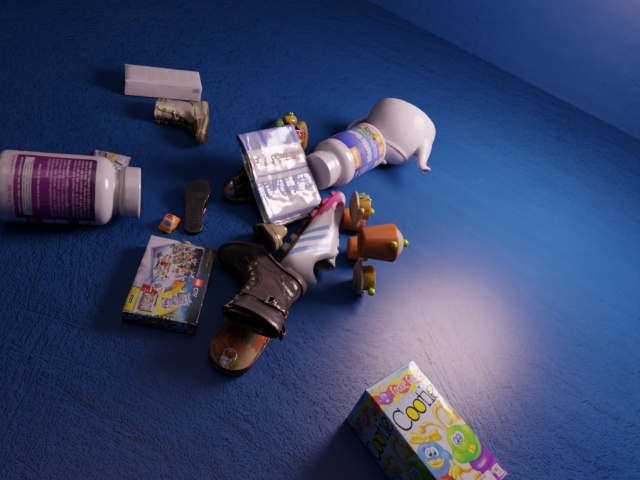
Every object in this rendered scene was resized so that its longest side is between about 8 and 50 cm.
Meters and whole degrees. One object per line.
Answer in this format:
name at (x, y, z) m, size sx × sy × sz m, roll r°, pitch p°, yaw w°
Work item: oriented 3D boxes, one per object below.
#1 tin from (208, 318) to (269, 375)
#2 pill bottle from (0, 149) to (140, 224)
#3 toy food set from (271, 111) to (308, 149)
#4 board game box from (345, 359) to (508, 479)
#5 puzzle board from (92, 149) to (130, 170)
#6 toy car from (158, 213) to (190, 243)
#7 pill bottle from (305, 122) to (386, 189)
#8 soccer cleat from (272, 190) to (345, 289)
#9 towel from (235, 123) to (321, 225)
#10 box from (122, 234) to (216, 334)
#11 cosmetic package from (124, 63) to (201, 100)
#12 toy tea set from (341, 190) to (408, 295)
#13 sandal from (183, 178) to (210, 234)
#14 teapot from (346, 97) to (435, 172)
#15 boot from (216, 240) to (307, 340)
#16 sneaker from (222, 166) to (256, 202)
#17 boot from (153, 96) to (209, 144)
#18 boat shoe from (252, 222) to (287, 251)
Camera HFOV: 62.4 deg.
tin at (-0.172, 0.219, 1.178) m, size 0.106 × 0.040 × 0.189 m, roll 26°, pitch 43°, yaw 10°
pill bottle at (-0.587, -0.121, 1.255) m, size 0.302 × 0.169 × 0.169 m, roll 2°, pitch 47°, yaw -19°
toy food set at (-0.099, -0.355, 1.738) m, size 0.128 × 0.071 × 0.217 m, roll 12°, pitch 45°, yaw -9°
board game box at (0.202, 0.409, 1.058) m, size 0.142 × 0.144 × 0.275 m, roll -21°, pitch 57°, yaw -34°
puzzle board at (-0.583, -0.200, 1.446) m, size 0.097 × 0.011 × 0.128 m, roll 10°, pitch 45°, yaw -12°
toy car at (-0.357, -0.028, 1.344) m, size 0.122 × 0.040 × 0.060 m, roll 37°, pitch 46°, yaw 16°
pill bottle at (0.072, -0.259, 1.651) m, size 0.152 × 0.152 × 0.272 m, roll 39°, pitch 46°, yaw 18°
soccer cleat at (0.000, 0.000, 1.415) m, size 0.143 × 0.116 × 0.331 m, roll 42°, pitch 50°, yaw -4°
towel at (-0.110, -0.185, 1.497) m, size 0.209 × 0.034 × 0.284 m, roll -19°, pitch 89°, yaw -35°
box at (-0.344, 0.099, 1.223) m, size 0.159 × 0.044 × 0.233 m, roll 13°, pitch 44°, yaw -9°
cosmetic package at (-0.520, -0.519, 1.744) m, size 0.239 × 0.060 × 0.098 m, roll 0°, pitch 50°, yaw -21°
toy tea set at (0.143, -0.017, 1.416) m, size 0.125 × 0.200 × 0.336 m, roll 1°, pitch 41°, yaw -9°
sandal at (-0.336, -0.088, 1.419) m, size 0.067 × 0.040 × 0.179 m, roll 6°, pitch 60°, yaw -8°
teapot at (0.242, -0.341, 1.777) m, size 0.253 × 0.256 × 0.187 m, roll 34°, pitch 82°, yaw -17°
boot at (-0.162, 0.107, 1.202) m, size 0.263 × 0.091 × 0.229 m, roll 25°, pitch 27°, yaw 9°
sneaker at (-0.185, -0.190, 1.550) m, size 0.106 × 0.101 × 0.267 m, roll 21°, pitch 41°, yaw 41°
boot at (-0.428, -0.372, 1.626) m, size 0.165 × 0.077 × 0.213 m, roll 5°, pitch 41°, yaw -18°
boat shoe at (-0.119, -0.020, 1.341) m, size 0.072 × 0.068 × 0.190 m, roll -16°, pitch 17°, yaw -16°
